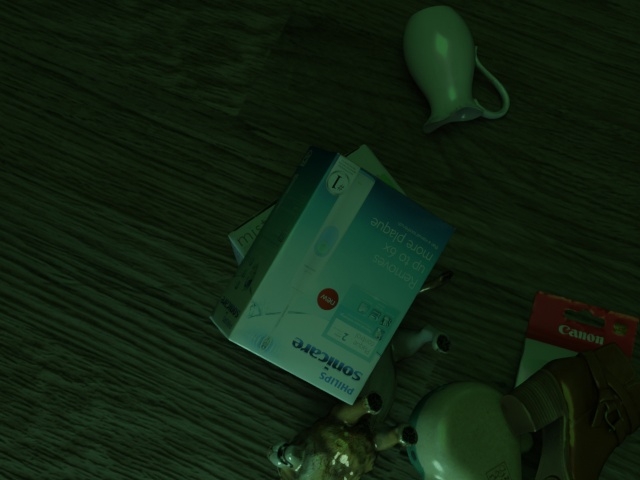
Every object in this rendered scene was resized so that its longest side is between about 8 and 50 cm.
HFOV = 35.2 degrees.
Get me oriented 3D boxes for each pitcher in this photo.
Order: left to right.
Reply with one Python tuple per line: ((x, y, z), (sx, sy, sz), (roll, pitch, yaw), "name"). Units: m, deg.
((0.242, -0.307, 1.802), (0.177, 0.125, 0.207), (-8, 79, -23), "pitcher")

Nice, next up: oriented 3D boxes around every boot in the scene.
((0.414, 0.309, 1.524), (0.220, 0.109, 0.284), (-22, 82, -25), "boot")

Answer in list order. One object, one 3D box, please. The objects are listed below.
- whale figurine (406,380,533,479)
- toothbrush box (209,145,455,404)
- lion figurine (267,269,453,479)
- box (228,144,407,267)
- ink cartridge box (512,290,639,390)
((0.231, 0.350, 1.554), (0.216, 0.141, 0.272), (-26, 94, -27), "whale figurine")
((0.014, 0.047, 1.436), (0.216, 0.126, 0.296), (32, 89, -21), "toothbrush box")
((0.075, 0.224, 1.581), (0.142, 0.240, 0.392), (40, 56, -10), "lion figurine")
((0.000, 0.000, 1.624), (0.262, 0.231, 0.127), (-33, 72, -11), "box")
((0.414, 0.200, 1.633), (0.180, 0.056, 0.225), (16, 72, 7), "ink cartridge box")
